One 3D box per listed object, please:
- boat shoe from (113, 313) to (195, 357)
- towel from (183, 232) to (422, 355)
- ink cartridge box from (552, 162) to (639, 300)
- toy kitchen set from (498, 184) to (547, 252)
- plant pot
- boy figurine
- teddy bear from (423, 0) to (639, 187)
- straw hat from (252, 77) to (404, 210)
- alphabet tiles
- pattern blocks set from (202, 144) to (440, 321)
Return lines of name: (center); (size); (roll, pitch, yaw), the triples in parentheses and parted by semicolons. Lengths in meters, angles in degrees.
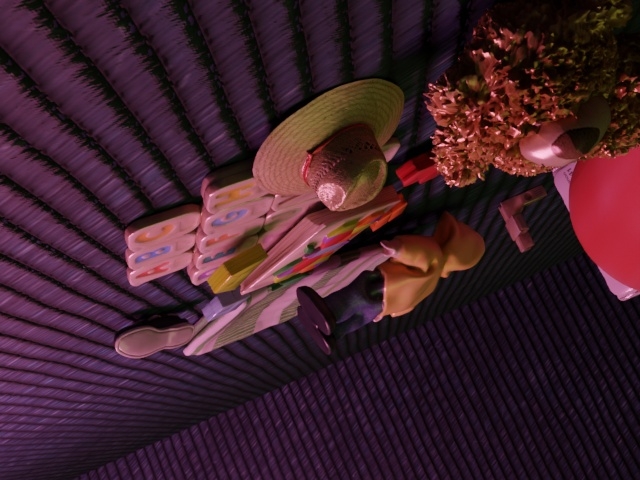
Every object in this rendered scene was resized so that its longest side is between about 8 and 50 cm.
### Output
boat shoe: (-0.217, 0.117, 1.056); (0.125, 0.038, 0.046); (-9, 124, -50)
towel: (-0.030, 0.082, 1.242); (0.325, 0.038, 0.248); (-15, 163, -34)
ink cartridge box: (0.535, -0.063, 1.249); (0.306, 0.226, 0.131); (-15, 164, -34)
toy kitchen set: (0.335, -0.038, 1.304); (0.075, 0.083, 0.068); (-24, 167, 0)
plant pot: (0.439, -0.093, 0.951); (0.275, 0.274, 0.243); (-24, 157, 0)
boy figurine: (0.107, 0.044, 1.151); (0.285, 0.092, 0.177); (-31, 149, -17)
teddy bear: (0.209, -0.103, 0.713); (0.245, 0.113, 0.338); (-4, 174, 5)
straw hat: (0.021, -0.060, 0.677); (0.145, 0.061, 0.144); (-24, 155, -12)
alphabet tiles: (-0.059, -0.023, 0.830); (0.278, 0.021, 0.284); (-19, 166, -18)
pattern blocks set: (0.000, 0.000, 0.932); (0.285, 0.026, 0.325); (-24, 169, -31)
